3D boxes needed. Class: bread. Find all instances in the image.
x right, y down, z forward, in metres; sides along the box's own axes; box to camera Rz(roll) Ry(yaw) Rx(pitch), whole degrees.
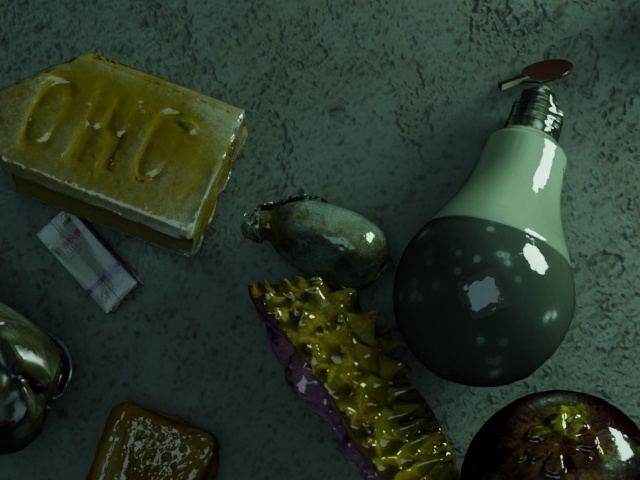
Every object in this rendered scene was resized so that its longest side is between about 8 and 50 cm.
[{"bbox_3d":[-0.205,0.306,1.647,0.139,0.077,0.271,18,85,11],"label":"bread"}]

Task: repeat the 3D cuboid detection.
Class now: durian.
[{"bbox_3d":[0.052,0.151,1.591,0.112,0.191,0.341,-33,81,-13],"label":"durian"}]

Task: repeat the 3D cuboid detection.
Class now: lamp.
[{"bbox_3d":[0.181,0.005,1.621,0.182,0.182,0.314,17,53,7],"label":"lamp"}]

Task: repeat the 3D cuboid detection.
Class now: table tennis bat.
[{"bbox_3d":[0.223,-0.172,1.663,0.083,0.050,0.007,-19,118,-13],"label":"table tennis bat"}]

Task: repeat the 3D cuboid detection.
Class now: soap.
[{"bbox_3d":[-0.223,-0.102,1.675,0.257,0.080,0.160,20,71,6],"label":"soap"}]

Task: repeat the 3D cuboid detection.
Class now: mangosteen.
[{"bbox_3d":[0.235,0.255,1.565,0.192,0.217,0.192,-6,47,7],"label":"mangosteen"}]

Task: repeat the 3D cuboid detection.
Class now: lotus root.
[{"bbox_3d":[0.001,-0.003,1.652,0.165,0.088,0.088,21,87,8],"label":"lotus root"}]

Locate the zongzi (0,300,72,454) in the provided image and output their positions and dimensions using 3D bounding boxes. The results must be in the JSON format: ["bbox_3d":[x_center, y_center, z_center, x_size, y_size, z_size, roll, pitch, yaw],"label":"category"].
[{"bbox_3d":[-0.449,0.005,1.658,0.403,0.208,0.432,4,73,1],"label":"zongzi"}]

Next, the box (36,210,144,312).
[{"bbox_3d":[-0.244,0.020,1.700,0.050,0.036,0.117,-42,81,1],"label":"box"}]
